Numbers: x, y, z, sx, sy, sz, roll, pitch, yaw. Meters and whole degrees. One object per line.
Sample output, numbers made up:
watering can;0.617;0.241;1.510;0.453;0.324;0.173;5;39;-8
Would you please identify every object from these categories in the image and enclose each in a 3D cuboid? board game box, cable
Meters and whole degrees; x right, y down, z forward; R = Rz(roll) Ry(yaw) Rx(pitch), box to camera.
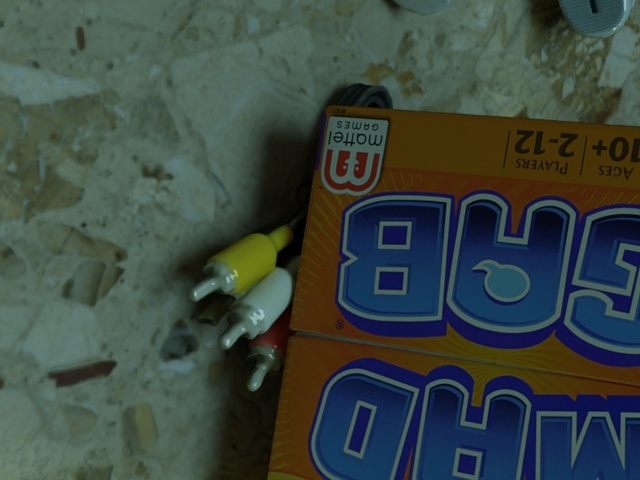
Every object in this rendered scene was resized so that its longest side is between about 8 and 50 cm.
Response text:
board game box;0.214;0.109;1.310;0.356;0.357;0.356;14;84;-57
cable;0.000;0.000;1.326;0.287;0.072;0.139;-49;128;-30

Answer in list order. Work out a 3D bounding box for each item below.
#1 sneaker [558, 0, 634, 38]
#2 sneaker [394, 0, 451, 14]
sneaker;0.238;-0.317;1.547;0.091;0.094;0.258;-38;121;-70
sneaker;0.069;-0.293;1.375;0.094;0.080;0.212;-54;128;-43
